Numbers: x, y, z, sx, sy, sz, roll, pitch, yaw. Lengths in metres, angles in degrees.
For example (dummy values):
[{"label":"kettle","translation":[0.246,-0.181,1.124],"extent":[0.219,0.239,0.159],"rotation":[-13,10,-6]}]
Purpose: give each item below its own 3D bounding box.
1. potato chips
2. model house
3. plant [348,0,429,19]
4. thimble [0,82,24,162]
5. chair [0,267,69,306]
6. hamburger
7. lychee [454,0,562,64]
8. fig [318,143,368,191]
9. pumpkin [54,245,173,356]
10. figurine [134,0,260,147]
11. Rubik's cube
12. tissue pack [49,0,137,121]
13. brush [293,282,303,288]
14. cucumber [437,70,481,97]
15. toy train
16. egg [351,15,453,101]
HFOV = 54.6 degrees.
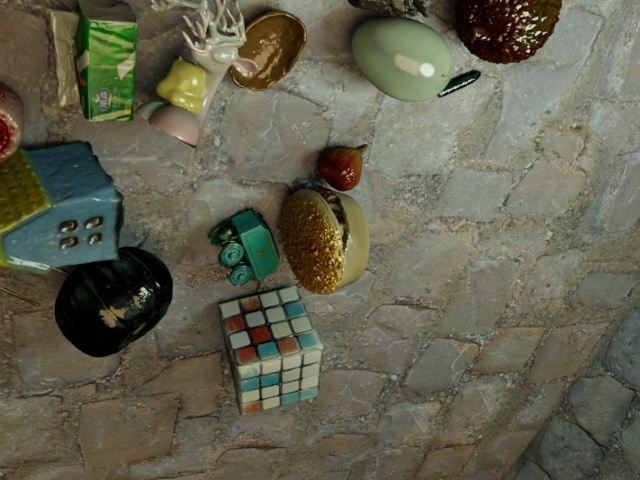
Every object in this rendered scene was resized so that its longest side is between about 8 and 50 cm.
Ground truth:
[{"label":"potato chips","translation":[-0.126,-0.433,1.412],"extent":[0.150,0.049,0.202],"rotation":[22,115,-30]},{"label":"model house","translation":[-0.599,-0.065,1.332],"extent":[0.303,0.237,0.216],"rotation":[-10,133,-38]},{"label":"plant","translation":[0.161,-0.565,1.373],"extent":[0.203,0.131,0.142],"rotation":[-9,119,-14]},{"label":"thimble","translation":[-0.708,-0.242,1.264],"extent":[0.189,0.125,0.163],"rotation":[-15,128,-12]},{"label":"chair","translation":[-0.763,0.013,1.427],"extent":[0.160,0.170,0.325],"rotation":[-41,137,12]},{"label":"hamburger","translation":[0.000,0.000,1.662],"extent":[0.170,0.302,0.302],"rotation":[-5,128,-30]},{"label":"lychee","translation":[0.447,-0.538,1.462],"extent":[0.271,0.236,0.236],"rotation":[-37,134,-15]},{"label":"fig","translation":[0.074,-0.200,1.640],"extent":[0.153,0.119,0.119],"rotation":[-33,132,3]},{"label":"pumpkin","translation":[-0.524,0.140,1.558],"extent":[0.315,0.238,0.315],"rotation":[-35,174,-5]},{"label":"figurine","translation":[-0.259,-0.365,1.262],"extent":[0.316,0.206,0.284],"rotation":[-63,154,3]},{"label":"Rubik's cube","translation":[-0.151,0.328,1.856],"extent":[0.256,0.253,0.259],"rotation":[-12,137,-13]},{"label":"tissue pack","translation":[-0.461,-0.366,1.255],"extent":[0.156,0.148,0.209],"rotation":[-3,127,-23]},{"label":"brush","translation":[-0.106,0.162,1.918],"extent":[0.170,0.014,0.043],"rotation":[-27,134,-2]},{"label":"cucumber","translation":[0.371,-0.419,1.651],"extent":[0.133,0.032,0.032],"rotation":[-24,132,-6]},{"label":"toy train","translation":[-0.204,0.023,1.702],"extent":[0.163,0.112,0.203],"rotation":[-25,134,-10]},{"label":"egg","translation":[0.193,-0.430,1.463],"extent":[0.264,0.183,0.183],"rotation":[18,118,-27]}]
